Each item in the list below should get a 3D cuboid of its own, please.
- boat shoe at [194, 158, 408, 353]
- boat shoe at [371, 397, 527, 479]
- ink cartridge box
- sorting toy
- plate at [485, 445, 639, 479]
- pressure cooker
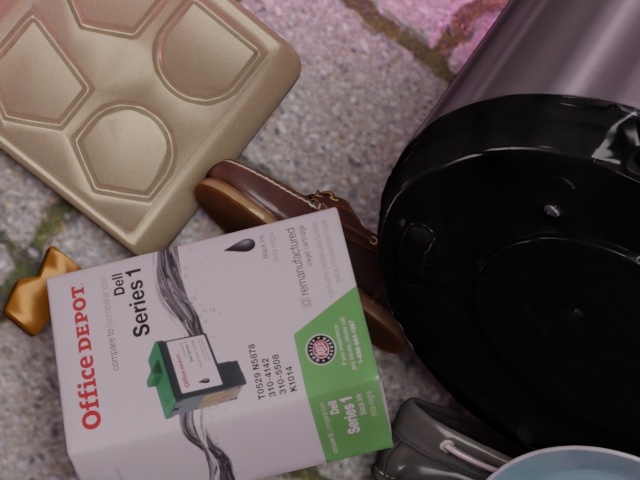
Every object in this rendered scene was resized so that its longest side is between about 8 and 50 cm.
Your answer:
[{"bbox_3d":[0.000,0.000,1.444,0.207,0.073,0.073,39,69,-14],"label":"boat shoe"},{"bbox_3d":[0.204,0.193,1.434,0.335,0.112,0.095,10,99,-12],"label":"boat shoe"},{"bbox_3d":[-0.074,0.085,1.324,0.219,0.092,0.160,-14,52,0],"label":"ink cartridge box"},{"bbox_3d":[-0.184,-0.092,1.426,0.229,0.041,0.307,40,71,-10],"label":"sorting toy"},{"bbox_3d":[0.197,0.215,1.347,0.188,0.188,0.024,36,35,-7],"label":"plate"},{"bbox_3d":[0.284,-0.063,1.367,0.376,0.369,0.420,18,52,23],"label":"pressure cooker"}]
